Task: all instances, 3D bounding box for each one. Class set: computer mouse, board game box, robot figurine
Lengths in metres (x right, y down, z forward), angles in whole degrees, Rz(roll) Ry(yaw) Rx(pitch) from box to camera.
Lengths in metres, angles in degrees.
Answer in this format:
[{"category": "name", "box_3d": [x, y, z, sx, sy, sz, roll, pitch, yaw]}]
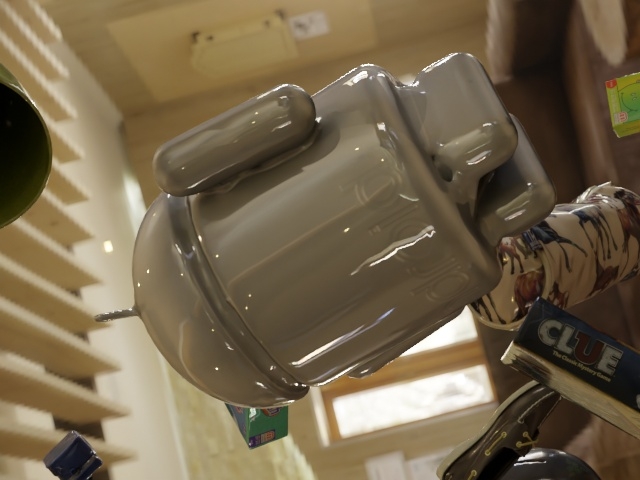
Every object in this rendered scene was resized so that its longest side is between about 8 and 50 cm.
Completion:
[{"category": "computer mouse", "box_3d": [0.324, 0.387, 2.016, 0.188, 0.272, 0.072, -63, -31, -56]}, {"category": "board game box", "box_3d": [0.263, 0.131, 0.982, 0.042, 0.243, 0.165, -59, -9, -7]}, {"category": "robot figurine", "box_3d": [0.000, 0.000, 0.969, 0.300, 0.353, 0.199, 48, -163, -36]}, {"category": "board game box", "box_3d": [-0.095, 0.082, 1.262, 0.160, 0.047, 0.210, 93, 153, -43]}, {"category": "board game box", "box_3d": [0.579, -0.244, 2.093, 0.043, 0.181, 0.092, 41, -140, -53]}]

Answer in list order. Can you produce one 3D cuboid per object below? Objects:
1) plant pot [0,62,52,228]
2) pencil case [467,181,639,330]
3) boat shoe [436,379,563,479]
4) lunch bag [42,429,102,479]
[{"category": "plant pot", "box_3d": [-0.568, -0.192, 1.919, 0.293, 0.275, 0.274, -119, 10, -56]}, {"category": "pencil case", "box_3d": [0.379, 0.011, 1.960, 0.410, 0.160, 0.183, -15, -86, -50]}, {"category": "boat shoe", "box_3d": [0.266, 0.283, 1.755, 0.081, 0.228, 0.068, 29, -161, -50]}, {"category": "lunch bag", "box_3d": [-0.358, 0.326, 1.820, 0.065, 0.067, 0.098, 47, 169, -12]}]
